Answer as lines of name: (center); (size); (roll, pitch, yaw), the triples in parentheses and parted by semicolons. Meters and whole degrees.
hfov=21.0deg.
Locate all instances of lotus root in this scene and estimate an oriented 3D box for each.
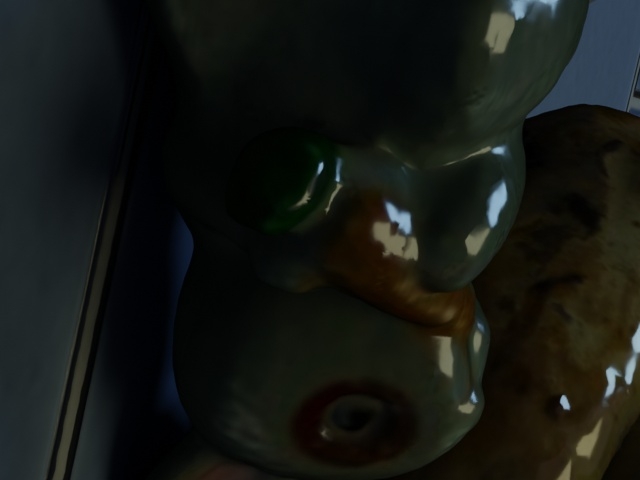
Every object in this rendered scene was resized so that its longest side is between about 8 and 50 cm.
lotus root: (0.071, 0.081, 0.604); (0.291, 0.193, 0.193); (-57, 154, -31)

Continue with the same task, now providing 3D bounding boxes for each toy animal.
toy animal: (0.009, -0.002, 0.470); (0.138, 0.108, 0.236); (-50, 149, -52)

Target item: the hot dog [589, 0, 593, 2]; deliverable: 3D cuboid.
hot dog: (0.090, -0.155, 0.636); (0.268, 0.075, 0.144); (14, 96, -74)
